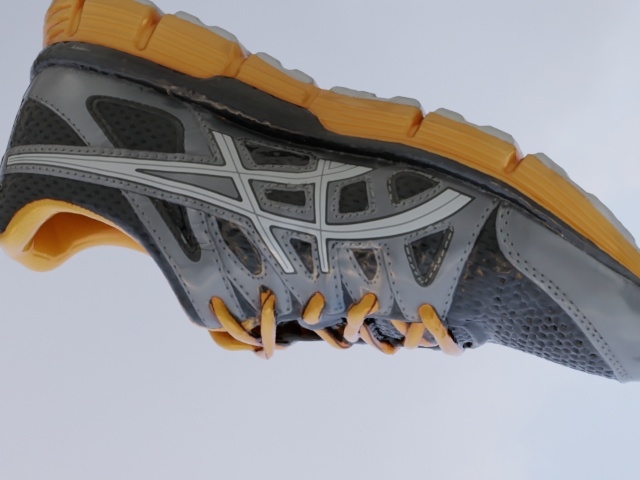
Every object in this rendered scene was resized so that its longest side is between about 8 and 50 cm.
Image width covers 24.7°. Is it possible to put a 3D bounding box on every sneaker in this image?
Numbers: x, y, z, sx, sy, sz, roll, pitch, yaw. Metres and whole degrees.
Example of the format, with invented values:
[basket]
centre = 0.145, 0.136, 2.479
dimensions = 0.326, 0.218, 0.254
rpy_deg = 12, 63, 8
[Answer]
[sneaker]
centre = 0.000, 0.000, 0.421
dimensions = 0.215, 0.084, 0.083
rpy_deg = 21, -102, 22
